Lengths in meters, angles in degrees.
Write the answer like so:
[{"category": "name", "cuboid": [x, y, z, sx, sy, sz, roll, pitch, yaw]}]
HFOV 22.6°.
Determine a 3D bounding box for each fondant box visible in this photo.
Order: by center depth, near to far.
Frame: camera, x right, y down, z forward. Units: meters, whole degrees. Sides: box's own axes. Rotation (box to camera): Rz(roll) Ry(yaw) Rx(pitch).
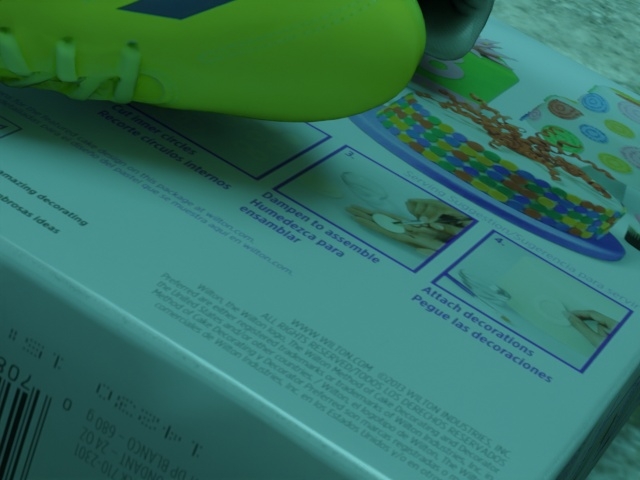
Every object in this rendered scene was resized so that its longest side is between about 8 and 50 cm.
[{"category": "fondant box", "cuboid": [0.000, 0.000, 0.557, 0.238, 0.096, 0.330, 30, 31, 16]}]

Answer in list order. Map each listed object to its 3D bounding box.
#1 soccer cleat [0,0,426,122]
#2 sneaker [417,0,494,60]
[{"category": "soccer cleat", "cuboid": [-0.115, -0.076, 0.449, 0.289, 0.093, 0.121, 19, 57, -5]}, {"category": "sneaker", "cuboid": [-0.052, -0.125, 0.544, 0.262, 0.099, 0.121, 6, 36, -22]}]
